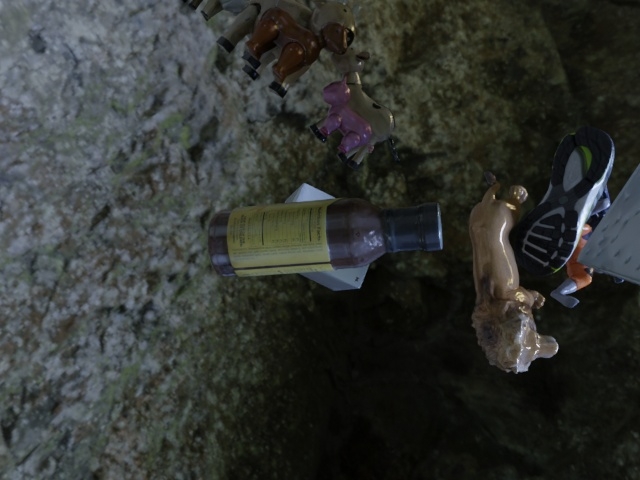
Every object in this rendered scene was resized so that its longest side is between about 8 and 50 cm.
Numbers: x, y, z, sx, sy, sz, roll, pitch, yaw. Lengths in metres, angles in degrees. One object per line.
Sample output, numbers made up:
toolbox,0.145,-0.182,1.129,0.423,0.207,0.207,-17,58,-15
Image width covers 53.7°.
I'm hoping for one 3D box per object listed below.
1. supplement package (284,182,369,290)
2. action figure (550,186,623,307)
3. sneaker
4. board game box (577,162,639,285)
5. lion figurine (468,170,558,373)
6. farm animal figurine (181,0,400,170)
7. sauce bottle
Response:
supplement package,0.000,0.000,1.337,0.149,0.194,0.203,-66,-170,-11
action figure,0.597,-0.036,1.490,0.179,0.341,0.330,-10,-172,34
sneaker,0.460,-0.065,1.161,0.111,0.300,0.121,37,-148,30
board game box,0.498,-0.104,0.751,0.390,0.050,0.390,-58,179,6
lion figurine,0.333,0.044,1.182,0.142,0.392,0.240,-19,169,28
farm animal figurine,-0.013,-0.290,0.964,0.172,0.330,0.327,-48,-119,0
sauce bottle,0.007,-0.007,0.949,0.344,0.111,0.111,-3,-144,12
